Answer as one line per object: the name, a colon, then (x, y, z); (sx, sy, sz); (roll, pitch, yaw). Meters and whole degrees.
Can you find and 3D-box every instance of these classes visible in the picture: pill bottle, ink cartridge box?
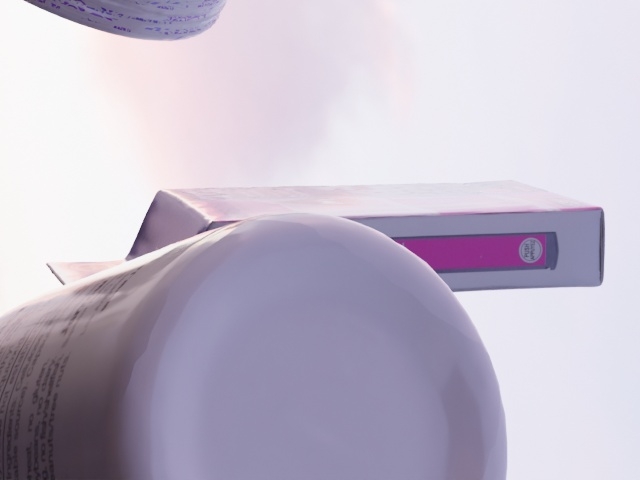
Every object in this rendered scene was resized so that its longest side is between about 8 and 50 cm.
pill bottle: (-0.056, 0.074, 0.622); (0.229, 0.131, 0.131); (-18, -91, 56)
ink cartridge box: (0.000, 0.000, 1.374); (0.176, 0.370, 0.069); (-152, -121, -71)

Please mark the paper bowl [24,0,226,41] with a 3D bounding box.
paper bowl: (-0.178, -0.292, 1.513); (0.148, 0.284, 0.284); (-58, -137, 25)
